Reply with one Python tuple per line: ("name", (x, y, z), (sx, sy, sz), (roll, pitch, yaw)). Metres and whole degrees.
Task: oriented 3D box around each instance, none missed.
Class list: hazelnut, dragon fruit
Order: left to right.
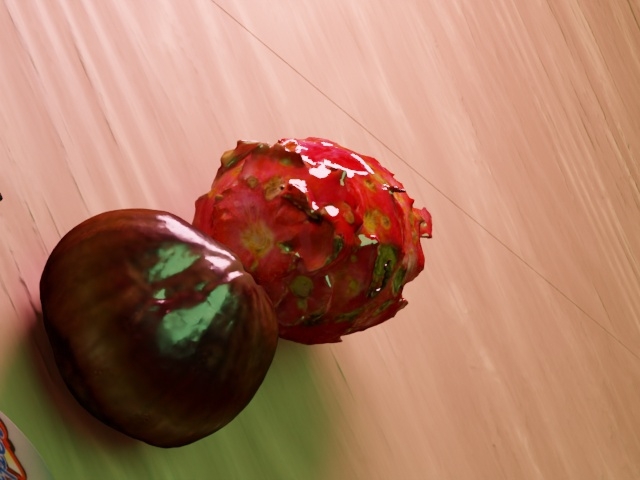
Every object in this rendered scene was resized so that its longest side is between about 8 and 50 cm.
("hazelnut", (-0.134, 0.066, 0.973), (0.204, 0.178, 0.178), (52, 39, 3))
("dragon fruit", (0.000, 0.000, 1.139), (0.268, 0.210, 0.205), (-10, 50, -47))

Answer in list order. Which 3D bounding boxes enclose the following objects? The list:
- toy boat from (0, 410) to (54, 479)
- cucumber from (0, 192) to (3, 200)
("toy boat", (-0.303, 0.131, 0.807), (0.295, 0.088, 0.129), (30, 50, -35))
("cucumber", (-0.303, -0.086, 0.971), (0.032, 0.032, 0.133), (-29, 93, -51))
